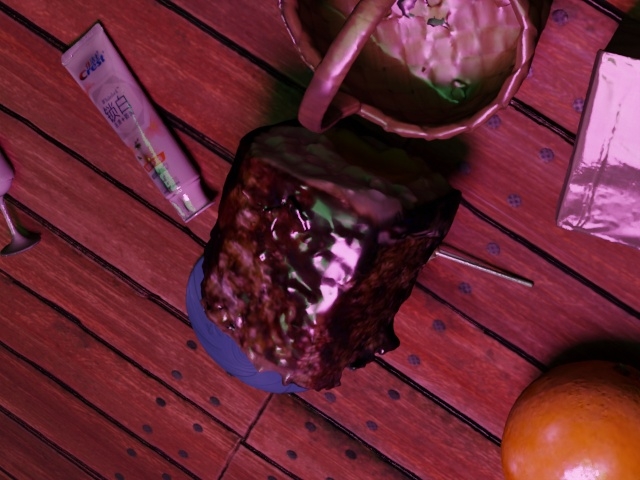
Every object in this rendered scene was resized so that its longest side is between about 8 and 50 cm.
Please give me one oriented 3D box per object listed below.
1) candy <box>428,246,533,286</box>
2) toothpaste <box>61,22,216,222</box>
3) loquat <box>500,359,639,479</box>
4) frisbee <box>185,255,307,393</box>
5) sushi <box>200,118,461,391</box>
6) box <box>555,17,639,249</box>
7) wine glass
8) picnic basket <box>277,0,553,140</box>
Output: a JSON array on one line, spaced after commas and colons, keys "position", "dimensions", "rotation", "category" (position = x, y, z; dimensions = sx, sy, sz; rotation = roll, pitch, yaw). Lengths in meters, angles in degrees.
[{"position": [0.208, 0.029, 1.454], "dimensions": [0.203, 0.061, 0.061], "rotation": [19, 124, 6], "category": "candy"}, {"position": [-0.278, -0.175, 1.567], "dimensions": [0.100, 0.066, 0.323], "rotation": [-33, 94, 31], "category": "toothpaste"}, {"position": [0.378, 0.290, 1.380], "dimensions": [0.263, 0.263, 0.263], "rotation": [12, 121, 20], "category": "loquat"}, {"position": [-0.100, 0.136, 1.656], "dimensions": [0.290, 0.049, 0.289], "rotation": [12, 121, 20], "category": "frisbee"}, {"position": [-0.002, 0.002, 1.370], "dimensions": [0.299, 0.281, 0.294], "rotation": [44, 127, 40], "category": "sushi"}, {"position": [0.387, -0.124, 1.211], "dimensions": [0.155, 0.149, 0.231], "rotation": [16, 122, 18], "category": "box"}, {"position": [-0.551, -0.075, 1.743], "dimensions": [0.079, 0.079, 0.195], "rotation": [-6, 115, 29], "category": "wine glass"}, {"position": [0.081, -0.254, 1.187], "dimensions": [0.337, 0.337, 0.293], "rotation": [37, 127, 3], "category": "picnic basket"}]
